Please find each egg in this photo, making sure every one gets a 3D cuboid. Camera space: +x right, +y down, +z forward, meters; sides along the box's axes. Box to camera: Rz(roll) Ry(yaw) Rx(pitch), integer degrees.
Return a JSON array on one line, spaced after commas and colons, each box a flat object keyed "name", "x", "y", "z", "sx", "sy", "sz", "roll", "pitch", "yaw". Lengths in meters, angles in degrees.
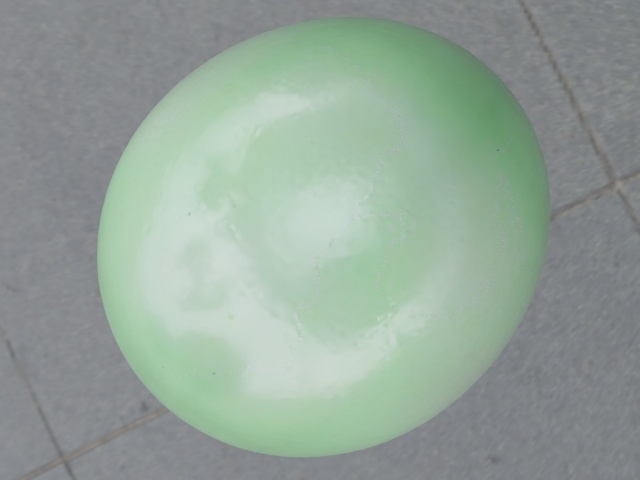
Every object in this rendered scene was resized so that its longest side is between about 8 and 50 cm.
[{"name": "egg", "x": 0.000, "y": 0.000, "z": 0.716, "sx": 0.270, "sy": 0.220, "sz": 0.220, "roll": -31, "pitch": 85, "yaw": 54}]
